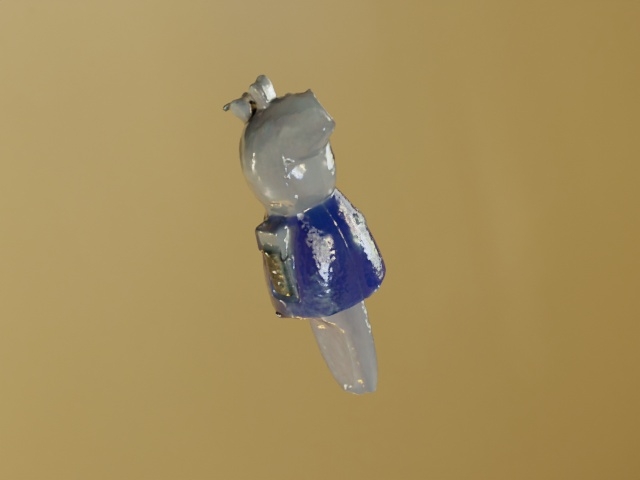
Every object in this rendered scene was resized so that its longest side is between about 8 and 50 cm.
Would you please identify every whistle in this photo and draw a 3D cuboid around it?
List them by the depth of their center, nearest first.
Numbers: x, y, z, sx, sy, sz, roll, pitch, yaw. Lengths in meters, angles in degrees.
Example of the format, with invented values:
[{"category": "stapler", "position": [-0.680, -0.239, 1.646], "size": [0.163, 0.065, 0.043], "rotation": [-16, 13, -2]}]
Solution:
[{"category": "whistle", "position": [0.000, 0.000, 0.461], "size": [0.029, 0.083, 0.033], "rotation": [-34, -150, -31]}]
